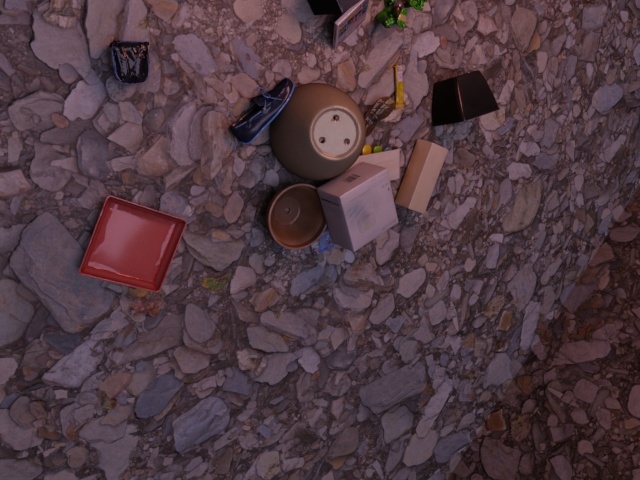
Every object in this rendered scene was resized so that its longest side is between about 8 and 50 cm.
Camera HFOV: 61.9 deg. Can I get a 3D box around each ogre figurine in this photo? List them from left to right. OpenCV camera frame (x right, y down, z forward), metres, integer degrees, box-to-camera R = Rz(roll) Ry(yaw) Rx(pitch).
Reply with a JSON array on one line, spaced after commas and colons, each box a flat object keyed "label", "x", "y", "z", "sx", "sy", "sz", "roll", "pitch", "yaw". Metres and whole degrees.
[{"label": "ogre figurine", "x": 0.274, "y": -0.799, "z": 1.850, "sx": 0.096, "sy": 0.118, "sz": 0.197, "roll": 38, "pitch": 87, "yaw": -38}]

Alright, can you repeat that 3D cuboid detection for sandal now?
[{"label": "sandal", "x": 0.198, "y": -0.460, "z": 1.969, "sx": 0.072, "sy": 0.049, "sz": 0.180, "roll": 35, "pitch": 102, "yaw": -28}]

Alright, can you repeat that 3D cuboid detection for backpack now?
[{"label": "backpack", "x": -0.536, "y": -0.499, "z": 1.503, "sx": 0.104, "sy": 0.084, "sz": 0.115, "roll": -10, "pitch": 108, "yaw": -28}]

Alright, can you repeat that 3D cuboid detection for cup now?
[{"label": "cup", "x": 0.017, "y": -0.351, "z": 1.739, "sx": 0.330, "sy": 0.237, "sz": 0.332, "roll": -3, "pitch": 102, "yaw": -15}]

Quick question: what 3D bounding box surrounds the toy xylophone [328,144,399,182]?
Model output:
[{"label": "toy xylophone", "x": 0.177, "y": -0.247, "z": 2.005, "sx": 0.322, "sy": 0.081, "sz": 0.237, "roll": -5, "pitch": 109, "yaw": -29}]

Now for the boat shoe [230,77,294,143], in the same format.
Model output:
[{"label": "boat shoe", "x": -0.186, "y": -0.429, "z": 1.720, "sx": 0.089, "sy": 0.109, "sz": 0.258, "roll": 40, "pitch": 83, "yaw": -30}]

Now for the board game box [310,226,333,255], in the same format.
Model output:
[{"label": "board game box", "x": 0.000, "y": 0.000, "z": 2.025, "sx": 0.090, "sy": 0.020, "sz": 0.090, "roll": -24, "pitch": 116, "yaw": -21}]

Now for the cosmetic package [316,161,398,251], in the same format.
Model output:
[{"label": "cosmetic package", "x": 0.135, "y": -0.120, "z": 1.877, "sx": 0.224, "sy": 0.138, "sz": 0.225, "roll": -33, "pitch": 125, "yaw": -25}]

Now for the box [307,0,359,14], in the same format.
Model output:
[{"label": "box", "x": 0.100, "y": -0.830, "z": 1.698, "sx": 0.261, "sy": 0.184, "sz": 0.103, "roll": -39, "pitch": 121, "yaw": -12}]

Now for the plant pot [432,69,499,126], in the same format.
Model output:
[{"label": "plant pot", "x": 0.544, "y": -0.553, "z": 2.064, "sx": 0.187, "sy": 0.188, "sz": 0.167, "roll": -21, "pitch": 103, "yaw": -22}]

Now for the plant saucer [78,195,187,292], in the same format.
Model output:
[{"label": "plant saucer", "x": -0.586, "y": 0.012, "z": 1.674, "sx": 0.258, "sy": 0.047, "sz": 0.259, "roll": 20, "pitch": 96, "yaw": -33}]

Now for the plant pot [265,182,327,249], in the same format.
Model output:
[{"label": "plant pot", "x": -0.096, "y": -0.095, "z": 1.883, "sx": 0.237, "sy": 0.109, "sz": 0.238, "roll": -11, "pitch": 113, "yaw": -27}]

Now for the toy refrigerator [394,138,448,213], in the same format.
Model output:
[{"label": "toy refrigerator", "x": 0.398, "y": -0.255, "z": 2.127, "sx": 0.102, "sy": 0.094, "sz": 0.270, "roll": 12, "pitch": 101, "yaw": -39}]

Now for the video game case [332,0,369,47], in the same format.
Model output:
[{"label": "video game case", "x": 0.100, "y": -0.729, "z": 1.771, "sx": 0.019, "sy": 0.143, "sz": 0.157, "roll": 43, "pitch": 82, "yaw": 6}]

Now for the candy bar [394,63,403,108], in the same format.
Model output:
[{"label": "candy bar", "x": 0.294, "y": -0.577, "z": 1.997, "sx": 0.040, "sy": 0.018, "sz": 0.162, "roll": -18, "pitch": 114, "yaw": -28}]
